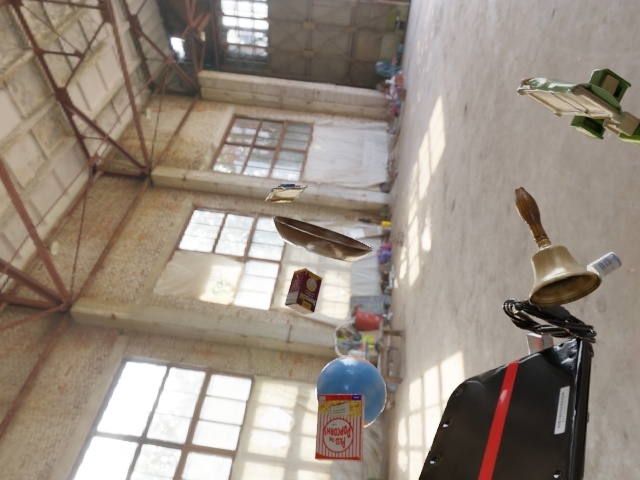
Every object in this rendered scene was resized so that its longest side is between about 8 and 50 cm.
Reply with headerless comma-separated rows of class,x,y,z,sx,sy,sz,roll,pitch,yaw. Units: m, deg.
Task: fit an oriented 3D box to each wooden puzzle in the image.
wooden puzzle,-0.067,-0.094,0.922,0.116,0.078,0.014,-26,73,63

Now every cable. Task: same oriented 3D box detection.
cable,0.472,0.174,0.991,0.151,0.184,0.047,100,-166,-69

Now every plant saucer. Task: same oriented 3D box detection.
plant saucer,0.000,0.000,0.891,0.198,0.198,0.036,-58,-14,-84

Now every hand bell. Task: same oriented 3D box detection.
hand bell,0.428,-0.008,0.927,0.126,0.126,0.242,94,171,-56

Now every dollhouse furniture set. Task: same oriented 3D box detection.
dollhouse furniture set,0.644,-0.353,1.111,0.152,0.301,0.197,-67,23,9

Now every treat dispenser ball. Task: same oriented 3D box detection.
treat dispenser ball,0.122,0.618,1.950,0.288,0.287,0.289,7,-90,-88

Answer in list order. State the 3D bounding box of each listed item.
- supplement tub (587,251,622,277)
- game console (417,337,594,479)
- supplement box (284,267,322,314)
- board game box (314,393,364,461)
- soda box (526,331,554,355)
supplement tub,1.112,0.098,1.873,0.071,0.107,0.071,59,178,3
game console,0.337,0.363,0.884,0.342,0.060,0.386,-39,5,41
supplement box,-0.036,0.109,1.029,0.043,0.055,0.084,-17,51,45
board game box,0.062,0.584,1.498,0.045,0.146,0.194,57,-149,-54
soda box,0.747,0.396,1.610,0.063,0.058,0.183,0,103,64
